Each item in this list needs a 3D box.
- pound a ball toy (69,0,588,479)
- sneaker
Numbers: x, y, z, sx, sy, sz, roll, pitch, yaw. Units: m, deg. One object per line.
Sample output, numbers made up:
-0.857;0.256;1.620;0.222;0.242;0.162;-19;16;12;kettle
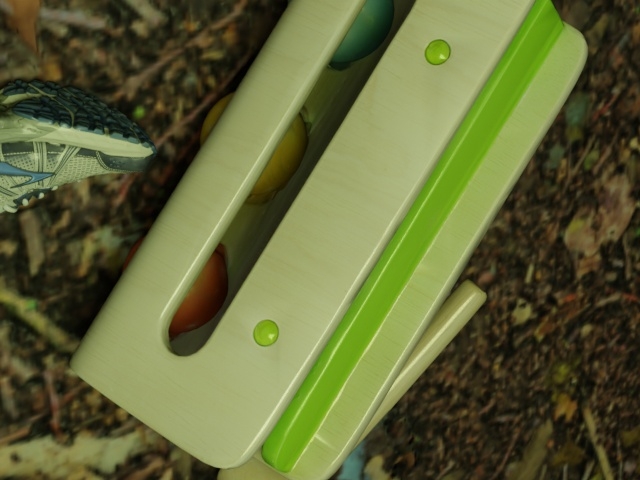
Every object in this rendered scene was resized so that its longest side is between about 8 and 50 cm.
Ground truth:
0.000;0.000;0.783;0.319;0.136;0.208;-58;157;0;pound a ball toy
-0.140;-0.039;0.695;0.135;0.052;0.058;4;118;-31;sneaker
